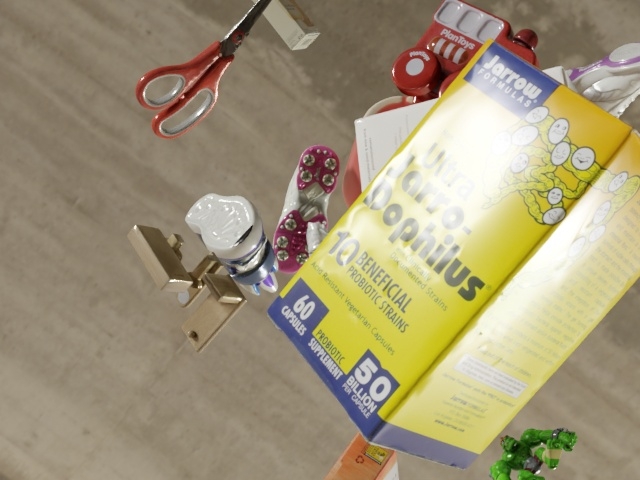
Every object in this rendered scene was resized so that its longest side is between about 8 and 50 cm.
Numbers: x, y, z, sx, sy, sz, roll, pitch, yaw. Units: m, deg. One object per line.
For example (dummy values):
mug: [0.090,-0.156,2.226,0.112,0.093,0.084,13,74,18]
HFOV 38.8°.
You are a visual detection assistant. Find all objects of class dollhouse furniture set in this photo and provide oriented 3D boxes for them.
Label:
dollhouse furniture set: [-0.232,0.077,1.395,0.151,0.123,0.144,12,-145,-54]

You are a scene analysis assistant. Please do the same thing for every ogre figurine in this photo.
ogre figurine: [0.416,0.447,1.839,0.097,0.197,0.118,36,169,-25]

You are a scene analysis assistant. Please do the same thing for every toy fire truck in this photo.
toy fire truck: [0.311,-0.352,1.864,0.302,0.254,0.169,34,178,32]

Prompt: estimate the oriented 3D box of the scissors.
scissors: [-0.117,-0.250,1.196,0.021,0.297,0.109,49,178,44]

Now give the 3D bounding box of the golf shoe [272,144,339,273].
golf shoe: [-0.036,-0.072,2.126,0.115,0.306,0.140,19,-176,-10]

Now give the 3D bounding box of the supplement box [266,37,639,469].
supplement box: [0.155,0.021,0.903,0.195,0.356,0.194,29,-167,-48]

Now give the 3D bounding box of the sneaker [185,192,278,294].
sneaker: [-0.140,0.027,1.882,0.236,0.130,0.323,47,170,-27]

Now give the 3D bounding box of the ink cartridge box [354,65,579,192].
ink cartridge box: [0.217,-0.114,1.218,0.207,0.283,0.117,23,-121,-62]

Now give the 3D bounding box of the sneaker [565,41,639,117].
sneaker: [0.619,-0.316,1.912,0.152,0.305,0.114,56,-136,-19]

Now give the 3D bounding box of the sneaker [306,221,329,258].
sneaker: [0.000,0.000,1.709,0.152,0.054,0.061,84,176,-81]

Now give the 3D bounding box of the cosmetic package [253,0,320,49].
cosmetic package: [-0.059,-0.384,1.560,0.115,0.041,0.060,52,-151,3]

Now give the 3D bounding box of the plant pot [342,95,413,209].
plant pot: [0.187,-0.187,2.110,0.275,0.275,0.243,54,164,26]

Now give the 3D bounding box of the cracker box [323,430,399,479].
cracker box: [0.050,0.397,1.347,0.067,0.155,0.232,28,154,23]
